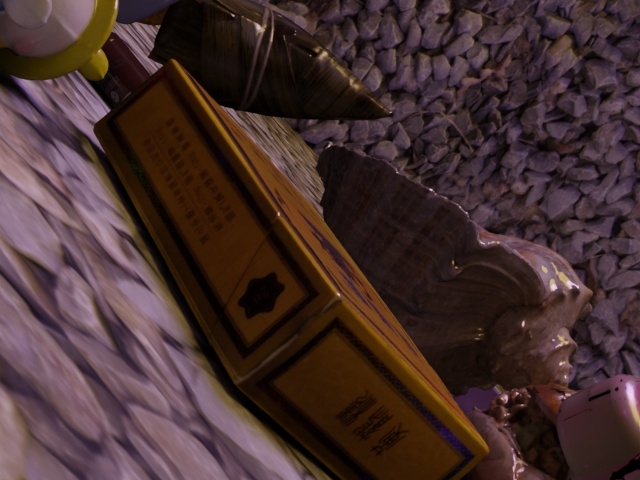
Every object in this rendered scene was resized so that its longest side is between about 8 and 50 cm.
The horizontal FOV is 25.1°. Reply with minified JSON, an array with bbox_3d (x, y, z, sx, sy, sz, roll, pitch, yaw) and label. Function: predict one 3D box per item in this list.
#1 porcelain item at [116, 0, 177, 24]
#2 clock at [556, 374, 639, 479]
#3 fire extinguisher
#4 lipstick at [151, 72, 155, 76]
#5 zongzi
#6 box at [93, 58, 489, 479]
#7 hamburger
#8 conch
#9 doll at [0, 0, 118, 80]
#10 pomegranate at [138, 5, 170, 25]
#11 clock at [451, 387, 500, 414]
[{"bbox_3d":[-0.249,-0.336,1.215,0.242,0.178,0.405,52,9,24],"label":"porcelain item"},{"bbox_3d":[0.285,0.267,1.061,0.284,0.114,0.310,28,43,-41],"label":"clock"},{"bbox_3d":[-0.162,-0.128,1.225,0.158,0.043,0.064,51,-25,13],"label":"fire extinguisher"},{"bbox_3d":[-0.133,-0.125,1.456,0.053,0.053,0.234,47,3,-29],"label":"lipstick"},{"bbox_3d":[-0.036,-0.168,1.480,0.241,0.111,0.247,26,5,3],"label":"zongzi"},{"bbox_3d":[-0.027,0.027,0.957,0.193,0.084,0.301,45,6,-40],"label":"box"},{"bbox_3d":[0.239,0.253,1.309,0.286,0.146,0.243,44,-5,34],"label":"hamburger"},{"bbox_3d":[0.106,0.044,1.485,0.352,0.210,0.297,26,-13,22],"label":"conch"},{"bbox_3d":[-0.194,-0.161,0.845,0.135,0.099,0.241,8,-14,22],"label":"doll"},{"bbox_3d":[-0.205,-0.368,1.555,0.260,0.260,0.260,49,4,-5],"label":"pomegranate"},{"bbox_3d":[0.186,0.182,1.940,0.153,0.050,0.110,46,6,-42],"label":"clock"}]
